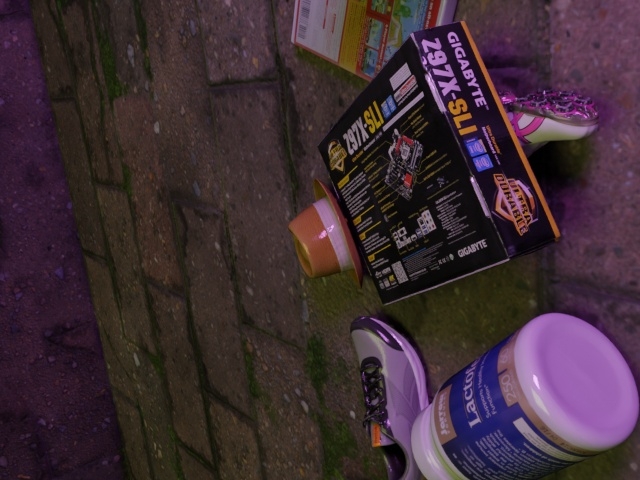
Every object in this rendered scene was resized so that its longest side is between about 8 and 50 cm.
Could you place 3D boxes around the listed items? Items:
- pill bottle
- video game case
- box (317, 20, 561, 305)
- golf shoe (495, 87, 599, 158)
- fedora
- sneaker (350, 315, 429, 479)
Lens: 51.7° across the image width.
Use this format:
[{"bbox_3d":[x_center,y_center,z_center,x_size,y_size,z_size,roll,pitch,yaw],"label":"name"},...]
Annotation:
[{"bbox_3d":[0.226,0.209,0.787,0.153,0.153,0.264,58,142,19],"label":"pill bottle"},{"bbox_3d":[0.063,-0.324,0.887,0.285,0.025,0.204,38,132,38],"label":"video game case"},{"bbox_3d":[0.120,-0.069,0.817,0.257,0.079,0.322,69,158,8],"label":"box"},{"bbox_3d":[0.226,-0.121,0.726,0.186,0.068,0.085,23,128,58],"label":"golf shoe"},{"bbox_3d":[0.000,0.000,1.003,0.194,0.079,0.194,159,90,-85],"label":"fedora"},{"bbox_3d":[0.106,0.244,1.001,0.100,0.108,0.271,-34,75,55],"label":"sneaker"}]
